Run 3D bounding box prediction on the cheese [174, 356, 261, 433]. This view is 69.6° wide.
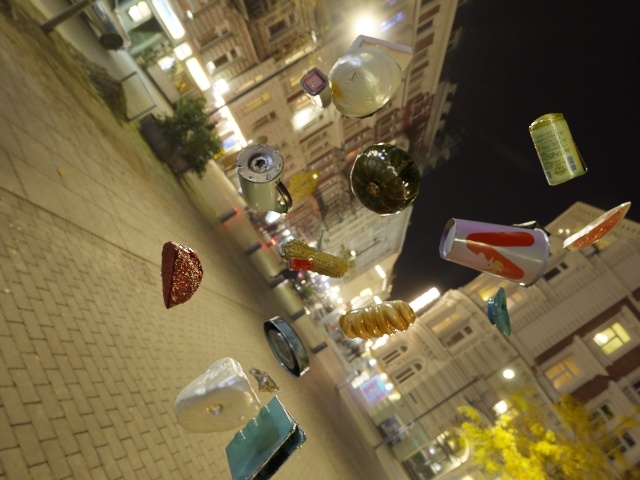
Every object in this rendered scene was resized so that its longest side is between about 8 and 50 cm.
[{"bbox_3d":[-0.335,0.499,1.474,0.174,0.247,0.251,68,-10,-19],"label":"cheese"}]

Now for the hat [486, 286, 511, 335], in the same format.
[{"bbox_3d":[0.693,0.280,1.809,0.138,0.077,0.191,3,79,-58],"label":"hat"}]

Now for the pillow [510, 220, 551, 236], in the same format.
[{"bbox_3d":[0.867,-0.038,1.900,0.090,0.048,0.150,58,-16,-5],"label":"pillow"}]

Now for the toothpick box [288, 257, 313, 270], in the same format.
[{"bbox_3d":[-0.066,0.084,1.614,0.047,0.083,0.047,-177,-90,-72],"label":"toothpick box"}]

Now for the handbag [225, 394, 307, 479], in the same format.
[{"bbox_3d":[-0.188,0.700,1.577,0.100,0.269,0.274,50,-15,-17],"label":"handbag"}]

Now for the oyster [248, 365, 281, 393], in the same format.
[{"bbox_3d":[-0.266,0.646,2.107,0.191,0.081,0.163,48,-20,-2],"label":"oyster"}]

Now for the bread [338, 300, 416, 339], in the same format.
[{"bbox_3d":[0.225,0.328,1.843,0.173,0.311,0.121,35,44,-53],"label":"bread"}]

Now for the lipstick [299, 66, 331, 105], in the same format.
[{"bbox_3d":[-0.008,-0.496,1.531,0.079,0.077,0.253,49,8,-1],"label":"lipstick"}]

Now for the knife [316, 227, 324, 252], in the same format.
[{"bbox_3d":[0.000,0.000,1.722,0.010,0.096,0.027,20,16,34],"label":"knife"}]

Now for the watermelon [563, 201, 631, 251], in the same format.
[{"bbox_3d":[0.921,-0.038,1.536,0.063,0.245,0.119,59,17,20],"label":"watermelon"}]

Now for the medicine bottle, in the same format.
[{"bbox_3d":[0.806,-0.317,1.576,0.124,0.124,0.239,122,-51,-86],"label":"medicine bottle"}]

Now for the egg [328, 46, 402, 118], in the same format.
[{"bbox_3d":[0.159,-0.672,1.873,0.201,0.337,0.337,41,9,-44],"label":"egg"}]

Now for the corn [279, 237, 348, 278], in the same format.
[{"bbox_3d":[-0.030,0.084,1.977,0.317,0.115,0.115,24,6,-16],"label":"corn"}]

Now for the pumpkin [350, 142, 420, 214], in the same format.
[{"bbox_3d":[0.194,-0.184,1.387,0.223,0.157,0.224,24,-47,29],"label":"pumpkin"}]

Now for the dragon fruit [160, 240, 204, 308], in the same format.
[{"bbox_3d":[-0.616,0.120,2.047,0.205,0.152,0.317,46,-52,44],"label":"dragon fruit"}]

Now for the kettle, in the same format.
[{"bbox_3d":[-0.190,-0.192,1.649,0.221,0.161,0.236,36,-25,13],"label":"kettle"}]

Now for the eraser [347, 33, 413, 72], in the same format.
[{"bbox_3d":[0.270,-0.847,2.132,0.174,0.270,0.095,135,-44,-58],"label":"eraser"}]

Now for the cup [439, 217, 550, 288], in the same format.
[{"bbox_3d":[0.542,0.027,1.469,0.288,0.203,0.203,14,-2,-3],"label":"cup"}]

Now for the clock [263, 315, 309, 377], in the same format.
[{"bbox_3d":[-0.119,0.366,1.590,0.226,0.049,0.226,40,-35,36],"label":"clock"}]
